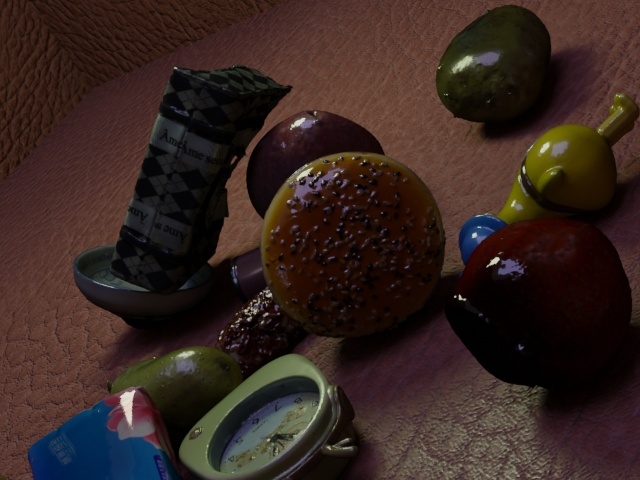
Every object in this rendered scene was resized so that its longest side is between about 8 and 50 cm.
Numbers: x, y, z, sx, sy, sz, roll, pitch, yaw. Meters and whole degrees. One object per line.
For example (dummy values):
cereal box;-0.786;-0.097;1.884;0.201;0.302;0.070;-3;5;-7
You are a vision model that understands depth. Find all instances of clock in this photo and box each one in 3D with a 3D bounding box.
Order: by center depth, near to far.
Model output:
clock;-0.055;0.287;1.654;0.235;0.096;0.308;-38;23;-13

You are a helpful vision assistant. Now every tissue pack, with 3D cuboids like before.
tissue pack;-0.295;0.357;1.668;0.209;0.137;0.269;-31;40;0

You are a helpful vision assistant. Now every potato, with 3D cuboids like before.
potato;-0.222;0.244;1.871;0.248;0.169;0.143;-29;52;37
potato;0.334;-0.333;2.255;0.210;0.173;0.307;-19;25;37

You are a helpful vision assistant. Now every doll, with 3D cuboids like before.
doll;0.342;-0.065;1.796;0.363;0.145;0.199;-45;-16;-2

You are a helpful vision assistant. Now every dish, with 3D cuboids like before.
dish;-0.350;0.111;2.344;0.273;0.133;0.273;6;17;-2

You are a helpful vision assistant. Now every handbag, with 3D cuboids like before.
handbag;-0.225;-0.127;2.263;0.416;0.180;0.317;-68;-13;16

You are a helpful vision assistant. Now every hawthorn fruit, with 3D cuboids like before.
hawthorn fruit;0.287;0.069;1.497;0.215;0.215;0.249;-15;21;38

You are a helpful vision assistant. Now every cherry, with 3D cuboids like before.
cherry;-0.005;-0.126;2.180;0.261;0.307;0.221;-8;67;-7

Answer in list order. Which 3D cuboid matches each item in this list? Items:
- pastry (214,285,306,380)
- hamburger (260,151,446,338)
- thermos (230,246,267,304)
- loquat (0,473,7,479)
pastry;-0.092;0.142;1.996;0.208;0.097;0.115;-43;14;-15
hamburger;0.050;0.011;1.828;0.300;0.300;0.176;-33;7;3
thermos;0.005;0.005;2.087;0.330;0.109;0.136;-24;64;23
loquat;-0.589;0.447;1.991;0.172;0.149;0.204;-28;3;10
